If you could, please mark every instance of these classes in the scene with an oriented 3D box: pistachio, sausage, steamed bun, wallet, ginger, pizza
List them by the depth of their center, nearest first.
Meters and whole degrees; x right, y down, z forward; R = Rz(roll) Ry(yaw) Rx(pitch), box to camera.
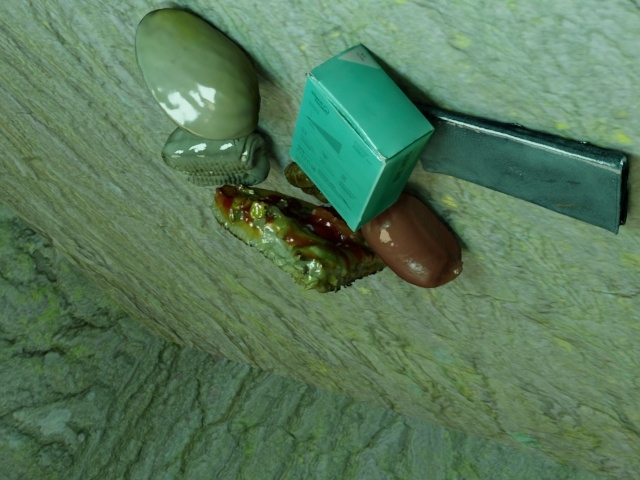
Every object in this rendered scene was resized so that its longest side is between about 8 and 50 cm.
[{"bbox_3d":[0.321,-0.128,1.555,0.379,0.046,0.191,20,156,27],"label":"wallet"},{"bbox_3d":[-0.228,-0.293,1.724,0.288,0.197,0.166,41,155,6],"label":"pistachio"},{"bbox_3d":[0.177,-0.001,1.882,0.148,0.148,0.254,2,138,51],"label":"sausage"},{"bbox_3d":[0.000,0.000,1.910,0.440,0.130,0.406,17,-164,-15],"label":"pizza"},{"bbox_3d":[-0.001,-0.123,1.947,0.103,0.073,0.162,44,154,-29],"label":"ginger"},{"bbox_3d":[-0.218,-0.203,1.983,0.218,0.144,0.211,-2,163,6],"label":"steamed bun"}]

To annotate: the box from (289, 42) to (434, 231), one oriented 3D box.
[{"bbox_3d":[0.063,-0.170,1.634,0.205,0.118,0.311,48,161,12],"label":"box"}]
